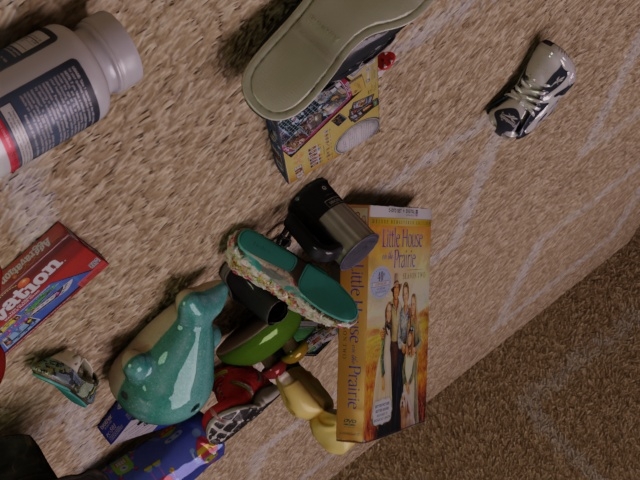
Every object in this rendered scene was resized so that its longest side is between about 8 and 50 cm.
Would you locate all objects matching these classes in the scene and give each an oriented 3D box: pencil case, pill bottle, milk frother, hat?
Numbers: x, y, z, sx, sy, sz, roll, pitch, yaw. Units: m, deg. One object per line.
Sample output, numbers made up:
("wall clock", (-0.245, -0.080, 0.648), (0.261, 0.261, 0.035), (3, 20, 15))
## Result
("pencil case", (-0.323, 0.434, 2.304), (0.306, 0.133, 0.119), (-35, 131, -21))
("pill bottle", (-0.270, -0.150, 1.207), (0.180, 0.108, 0.108), (-34, 159, -22))
("milk frother", (0.000, 0.000, 2.008), (0.129, 0.135, 0.143), (-32, 158, -27))
("hat", (-0.487, 0.376, 1.849), (0.331, 0.134, 0.331), (-19, 157, -9))

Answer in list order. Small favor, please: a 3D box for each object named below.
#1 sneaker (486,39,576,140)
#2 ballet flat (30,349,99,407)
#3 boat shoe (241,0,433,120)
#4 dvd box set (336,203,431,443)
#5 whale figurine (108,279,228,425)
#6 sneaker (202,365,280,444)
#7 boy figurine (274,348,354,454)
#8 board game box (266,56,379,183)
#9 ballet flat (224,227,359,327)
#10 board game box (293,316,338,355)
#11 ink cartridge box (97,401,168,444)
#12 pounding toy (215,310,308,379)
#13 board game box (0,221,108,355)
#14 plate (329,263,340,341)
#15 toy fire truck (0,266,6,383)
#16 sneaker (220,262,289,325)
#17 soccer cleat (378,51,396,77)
("sneaker", (0.381, -0.261, 2.266), (0.153, 0.094, 0.235), (-46, 172, -17))
("ballet flat", (-0.376, 0.195, 1.817), (0.070, 0.070, 0.188), (-40, 162, -8))
("boat shoe", (0.032, -0.279, 1.534), (0.340, 0.127, 0.113), (-49, -169, -5))
("dvd box set", (0.122, 0.144, 2.262), (0.307, 0.062, 0.421), (2, 90, -64))
("whale figurine", (-0.221, 0.186, 1.956), (0.216, 0.141, 0.272), (-15, 146, -53))
("sneaker", (-0.173, 0.298, 2.311), (0.107, 0.118, 0.279), (-45, 173, 15))
("boy figurine", (-0.032, 0.274, 2.294), (0.092, 0.285, 0.177), (-42, 160, 7))
("board game box", (0.004, -0.185, 1.734), (0.165, 0.042, 0.243), (-30, 159, -9))
("ballet flat", (-0.049, 0.066, 1.931), (0.091, 0.241, 0.077), (-56, -177, -42))
("board game box", (-0.022, 0.183, 2.511), (0.136, 0.030, 0.259), (-45, 161, 12))
("ink cartridge box", (-0.296, 0.298, 2.189), (0.097, 0.046, 0.207), (-50, 160, 24))
("pounding toy", (-0.062, 0.170, 2.178), (0.237, 0.110, 0.183), (-38, -173, -11))
("board game box", (-0.409, 0.098, 1.578), (0.281, 0.027, 0.145), (-42, 159, -3))
("plate", (0.082, 0.203, 2.417), (0.045, 0.278, 0.277), (-11, 163, 11))
("toy fire truck", (-0.450, 0.058, 1.248), (0.302, 0.169, 0.254), (-21, 132, -49))
("sneaker", (-0.094, 0.103, 2.064), (0.083, 0.118, 0.222), (-43, 161, -1))
("soccer cleat", (0.076, -0.248, 1.802), (0.083, 0.029, 0.035), (-40, 170, 1))
